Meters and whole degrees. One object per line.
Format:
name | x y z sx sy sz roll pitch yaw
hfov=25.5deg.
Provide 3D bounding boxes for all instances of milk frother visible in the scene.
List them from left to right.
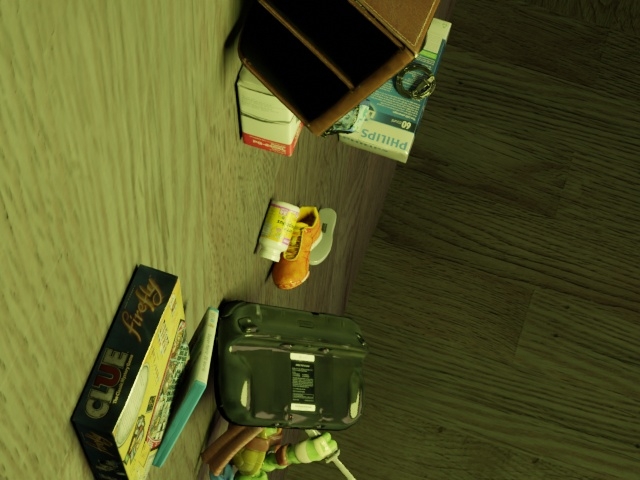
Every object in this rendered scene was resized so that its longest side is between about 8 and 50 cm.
milk frother | 0.146 -0.313 2.473 0.129 0.143 0.135 -53 179 23

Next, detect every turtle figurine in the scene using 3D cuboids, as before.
turtle figurine | -0.035 0.257 2.142 0.198 0.275 0.266 -73 166 -69

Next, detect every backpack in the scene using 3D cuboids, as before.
backpack | 0.006 -0.176 1.757 0.114 0.105 0.084 4 108 -61

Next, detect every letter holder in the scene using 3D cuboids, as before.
letter holder | 0.008 -0.295 1.460 0.152 0.214 0.302 -36 -161 37

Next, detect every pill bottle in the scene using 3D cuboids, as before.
pill bottle | -0.061 -0.013 2.016 0.043 0.043 0.083 41 67 -84

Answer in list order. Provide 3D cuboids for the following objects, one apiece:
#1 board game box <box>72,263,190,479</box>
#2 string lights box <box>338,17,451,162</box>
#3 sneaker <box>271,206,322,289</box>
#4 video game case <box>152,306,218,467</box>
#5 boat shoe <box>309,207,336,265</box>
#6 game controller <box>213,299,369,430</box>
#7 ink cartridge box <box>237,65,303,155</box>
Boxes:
board game box | -0.180 0.146 1.396 0.243 0.042 0.165 95 14 -65
string lights box | 0.135 -0.287 2.584 0.077 0.133 0.259 80 29 -82
sneaker | -0.043 0.011 2.265 0.175 0.064 0.067 -73 157 -47
video game case | -0.149 0.160 1.570 0.119 0.015 0.166 -61 -168 23
boat shoe | 0.000 0.000 2.613 0.040 0.049 0.142 102 6 -46
game controller | -0.037 0.177 1.959 0.319 0.067 0.166 13 81 -52
ink cartridge box | -0.045 -0.178 1.585 0.150 0.063 0.109 93 16 -69
